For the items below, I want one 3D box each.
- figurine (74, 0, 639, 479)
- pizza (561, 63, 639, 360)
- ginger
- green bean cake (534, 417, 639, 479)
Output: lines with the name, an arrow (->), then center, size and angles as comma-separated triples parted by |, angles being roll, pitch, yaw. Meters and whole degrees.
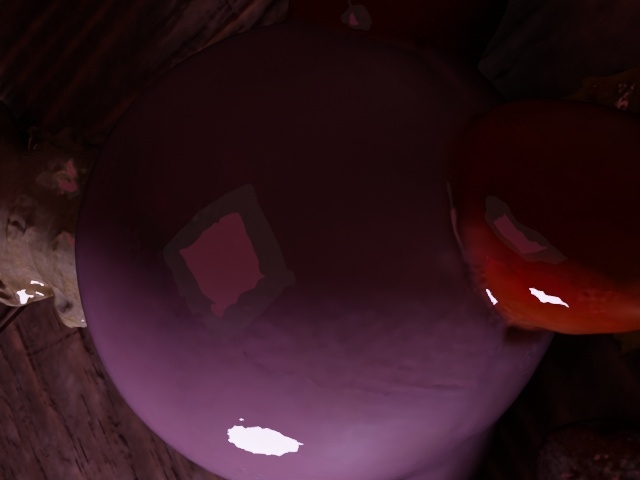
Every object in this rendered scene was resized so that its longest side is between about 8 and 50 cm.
figurine -> -0.001, -0.005, 0.601 | 0.261, 0.211, 0.270 | -57, 49, 35
pizza -> 0.160, -0.041, 0.608 | 0.131, 0.041, 0.178 | 50, 118, 31
ginger -> -0.207, -0.025, 0.890 | 0.213, 0.074, 0.137 | 27, 96, 33
green bean cake -> 0.158, 0.156, 0.593 | 0.135, 0.056, 0.136 | 11, 95, 37
